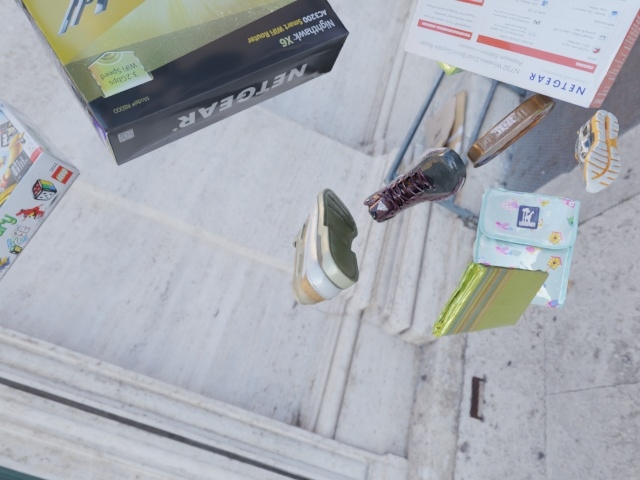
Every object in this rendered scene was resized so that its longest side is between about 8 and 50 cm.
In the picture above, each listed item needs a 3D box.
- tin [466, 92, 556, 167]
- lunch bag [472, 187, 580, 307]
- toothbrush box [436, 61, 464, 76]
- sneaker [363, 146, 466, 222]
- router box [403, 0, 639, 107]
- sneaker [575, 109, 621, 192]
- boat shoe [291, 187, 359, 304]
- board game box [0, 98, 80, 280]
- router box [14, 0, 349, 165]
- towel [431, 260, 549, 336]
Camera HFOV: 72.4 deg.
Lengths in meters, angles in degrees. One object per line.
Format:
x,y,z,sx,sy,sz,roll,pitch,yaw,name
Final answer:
0.378,-0.220,0.880,0.189,0.040,0.106,-41,-12,25,tin
0.495,0.011,1.074,0.160,0.223,0.263,-23,-60,-63,lunch bag
0.356,-0.482,0.860,0.206,0.122,0.283,-33,-6,-41,toothbrush box
0.191,-0.099,0.974,0.162,0.107,0.281,-32,-1,-20,sneaker
0.325,-0.403,0.669,0.082,0.335,0.301,-18,-47,-45,router box
0.654,-0.204,1.047,0.083,0.084,0.215,133,159,-69,sneaker
0.000,0.000,0.797,0.103,0.113,0.302,-37,19,21,boat shoe
-0.452,-0.076,0.603,0.305,0.053,0.193,32,86,40,board game box
-0.159,-0.264,0.508,0.308,0.243,0.081,-33,-3,-22,router box
0.232,0.077,0.580,0.021,0.237,0.102,43,114,38,towel
